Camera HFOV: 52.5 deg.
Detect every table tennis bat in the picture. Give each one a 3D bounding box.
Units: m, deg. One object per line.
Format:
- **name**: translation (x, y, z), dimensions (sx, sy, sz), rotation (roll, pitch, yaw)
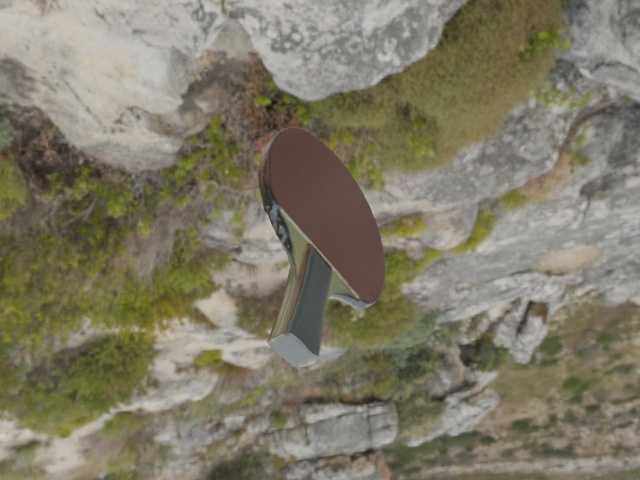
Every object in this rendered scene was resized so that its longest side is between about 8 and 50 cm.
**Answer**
- **table tennis bat**: translation (0.000, 0.000, 0.430), dimensions (0.019, 0.220, 0.130), rotation (-31, 113, 25)
